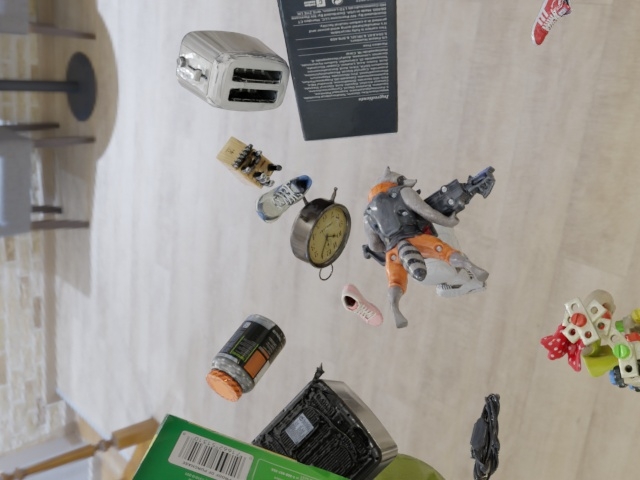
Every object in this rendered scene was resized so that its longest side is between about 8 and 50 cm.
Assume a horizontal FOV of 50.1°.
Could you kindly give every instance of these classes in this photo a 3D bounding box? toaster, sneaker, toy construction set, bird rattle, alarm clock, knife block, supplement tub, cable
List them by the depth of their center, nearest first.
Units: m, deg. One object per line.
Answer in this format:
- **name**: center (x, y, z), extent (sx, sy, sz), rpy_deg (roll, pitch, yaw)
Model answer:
- **toaster**: center (0.011, 0.317, 1.070), extent (0.185, 0.110, 0.168), rpy_deg (-48, 66, 9)
- **sneaker**: center (-0.061, -0.079, 1.173), extent (0.052, 0.135, 0.058), rpy_deg (50, 133, -5)
- **alarm clock**: center (0.000, 0.000, 1.307), extent (0.064, 0.129, 0.192), rpy_deg (21, 135, 36)
- **toaster**: center (-0.162, -0.331, 1.355), extent (0.146, 0.227, 0.129), rpy_deg (44, 127, 40)
- **cable**: center (0.347, 0.400, 1.394), extent (0.047, 0.184, 0.150), rpy_deg (0, 139, 27)
- **toy construction set**: center (0.686, 0.221, 1.511), extent (0.151, 0.328, 0.215), rpy_deg (-29, 56, 51)
- **sneaker**: center (0.522, -0.497, 1.541), extent (0.067, 0.042, 0.118), rpy_deg (25, 98, 55)
- **supplement tub**: center (-0.175, 0.274, 1.596), extent (0.117, 0.190, 0.117), rpy_deg (25, 143, 20)
- **bird rattle**: center (0.622, 0.209, 1.617), extent (0.143, 0.253, 0.206), rpy_deg (20, 84, 49)
- **sneaker**: center (0.101, 0.172, 1.709), extent (0.051, 0.070, 0.134), rpy_deg (-40, 95, 21)
- **sneaker**: center (0.348, 0.030, 1.870), extent (0.137, 0.366, 0.210), rpy_deg (-16, 68, 29)
- **knife block**: center (-0.192, -0.213, 2.121), extent (0.242, 0.275, 0.088), rpy_deg (34, 84, 25)

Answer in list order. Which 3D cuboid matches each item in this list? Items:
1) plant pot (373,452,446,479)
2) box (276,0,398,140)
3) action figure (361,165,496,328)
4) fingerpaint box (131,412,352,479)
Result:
- **plant pot**: center (0.113, 0.556, 1.170), extent (0.275, 0.293, 0.274), rpy_deg (1, 98, 7)
- **box**: center (0.041, -0.444, 1.383), extent (0.395, 0.212, 0.293), rpy_deg (78, -172, -56)
- **action figure**: center (0.207, -0.035, 1.387), extent (0.341, 0.178, 0.330), rpy_deg (-41, 48, 20)
- **fingerpaint box**: center (-0.053, 0.475, 0.859), extent (0.445, 0.163, 0.371), rpy_deg (21, 114, 0)
